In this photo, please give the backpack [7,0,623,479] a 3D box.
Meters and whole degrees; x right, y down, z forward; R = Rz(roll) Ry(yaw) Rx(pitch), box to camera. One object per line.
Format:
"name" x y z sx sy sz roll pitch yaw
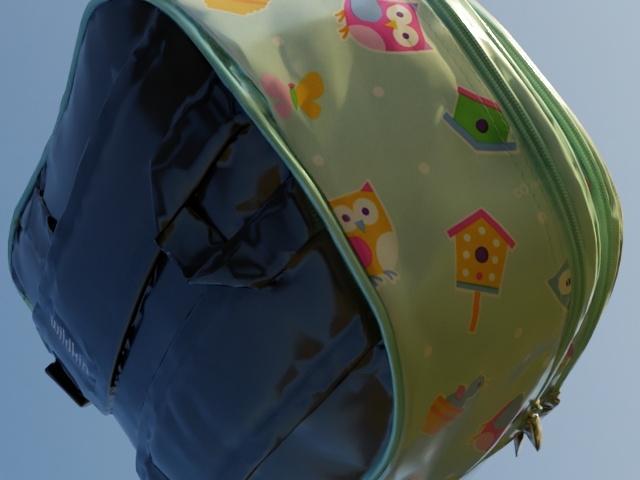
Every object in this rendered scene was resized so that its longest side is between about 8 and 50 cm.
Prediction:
"backpack" 0.000 0.000 0.461 0.144 0.166 0.188 -26 -20 -22
